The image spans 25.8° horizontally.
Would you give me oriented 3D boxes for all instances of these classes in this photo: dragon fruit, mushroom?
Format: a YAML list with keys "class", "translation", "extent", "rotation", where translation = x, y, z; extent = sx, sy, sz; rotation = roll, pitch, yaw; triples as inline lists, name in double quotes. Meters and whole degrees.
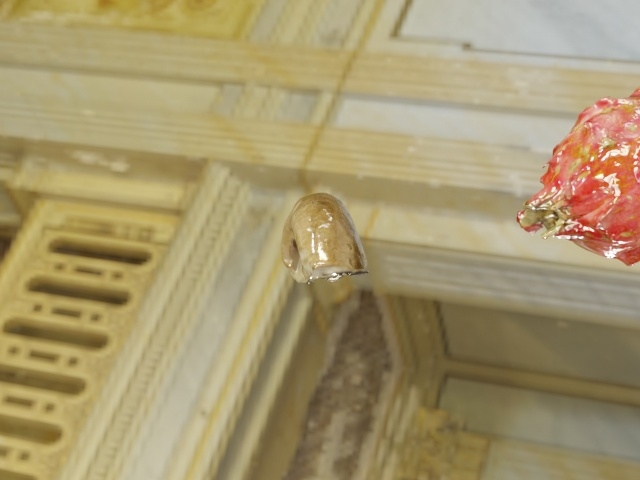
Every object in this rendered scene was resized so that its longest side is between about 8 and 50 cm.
- class: "dragon fruit"
  translation: [0.363, -0.069, 1.668]
  extent: [0.268, 0.210, 0.205]
  rotation: [-22, -49, -16]
- class: "mushroom"
  translation: [0.002, -0.001, 1.409]
  extent: [0.210, 0.072, 0.094]
  rotation: [148, 103, -82]
